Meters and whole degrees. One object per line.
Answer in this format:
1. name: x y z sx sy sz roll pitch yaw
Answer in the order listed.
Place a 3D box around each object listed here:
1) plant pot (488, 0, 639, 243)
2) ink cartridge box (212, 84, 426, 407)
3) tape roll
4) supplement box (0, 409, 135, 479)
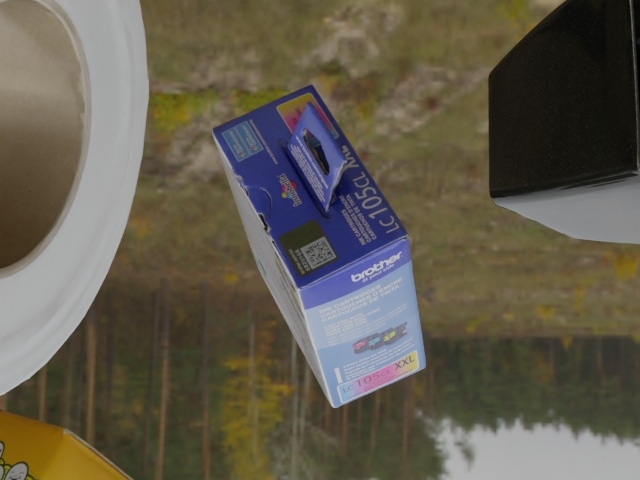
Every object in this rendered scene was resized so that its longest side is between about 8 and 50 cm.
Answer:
1. plant pot: 0.242 -0.092 0.956 0.188 0.187 0.167 19 154 -40
2. ink cartridge box: 0.000 0.000 1.431 0.151 0.270 0.395 -26 148 -6
3. tape roll: -0.199 -0.060 0.589 0.100 0.286 0.286 11 177 18
4. supplement box: -0.277 0.322 0.855 0.194 0.356 0.195 4 145 44
